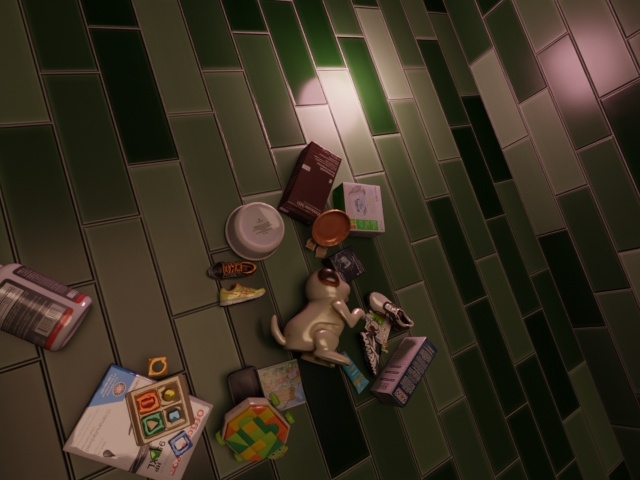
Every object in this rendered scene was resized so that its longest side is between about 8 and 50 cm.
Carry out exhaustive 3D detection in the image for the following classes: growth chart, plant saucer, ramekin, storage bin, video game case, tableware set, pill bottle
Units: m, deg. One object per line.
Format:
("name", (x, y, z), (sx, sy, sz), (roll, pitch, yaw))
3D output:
("growth chart", (0.297, 0.433, 2.073), (0.172, 0.021, 0.237), (26, 65, -18))
("plant saucer", (0.049, -0.063, 1.953), (0.200, 0.037, 0.199), (-11, 125, -16))
("ramekin", (-0.288, -0.051, 1.844), (0.273, 0.127, 0.272), (8, 72, -25))
("storage bin", (-0.299, 0.617, 1.658), (0.122, 0.084, 0.179), (-15, 82, -15))
("video game case", (-0.181, 0.637, 1.764), (0.213, 0.023, 0.193), (-8, 80, -29))
("tableware set", (0.000, 0.000, 2.003), (0.141, 0.020, 0.168), (33, 80, -35))
("pill bottle", (-0.993, 0.205, 1.357), (0.363, 0.210, 0.210), (32, 64, -16))

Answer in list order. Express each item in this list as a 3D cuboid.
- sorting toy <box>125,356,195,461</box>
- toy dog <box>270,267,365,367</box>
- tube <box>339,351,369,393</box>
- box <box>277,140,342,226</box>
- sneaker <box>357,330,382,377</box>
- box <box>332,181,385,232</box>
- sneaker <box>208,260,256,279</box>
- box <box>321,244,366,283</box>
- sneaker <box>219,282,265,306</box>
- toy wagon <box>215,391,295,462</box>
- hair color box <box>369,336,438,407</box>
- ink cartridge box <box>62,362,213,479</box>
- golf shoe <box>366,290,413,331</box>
("sorting toy", (-0.543, 0.574, 1.386), (0.196, 0.047, 0.347), (-13, 81, -31))
("toy dog", (-0.004, 0.327, 1.833), (0.396, 0.284, 0.407), (18, 66, -3))
("tube", (0.151, 0.624, 1.931), (0.080, 0.052, 0.207), (-39, 101, -24))
("box", (-0.052, -0.285, 2.029), (0.191, 0.143, 0.380), (27, 67, -20))
("sneaker", (0.262, 0.547, 1.974), (0.106, 0.078, 0.233), (-15, 89, -18))
("box", (0.199, -0.154, 2.131), (0.232, 0.127, 0.261), (3, 74, -25))
("sneaker", (-0.379, 0.122, 1.774), (0.215, 0.083, 0.084), (-6, 80, -27))
("box", (0.117, 0.129, 2.024), (0.158, 0.093, 0.155), (-27, 89, -30))
("sneaker", (-0.340, 0.224, 1.767), (0.209, 0.081, 0.094), (-9, 78, -29))
("toy wagon", (-0.230, 0.765, 1.604), (0.267, 0.068, 0.344), (-35, 115, -6))
("hair color box", (0.409, 0.634, 1.985), (0.105, 0.174, 0.347), (49, 60, -9))
("ink cartridge box", (-0.630, 0.648, 1.444), (0.395, 0.166, 0.285), (30, 64, -18))
("golf shoe", (0.356, 0.348, 2.049), (0.273, 0.120, 0.105), (41, 63, -8))
